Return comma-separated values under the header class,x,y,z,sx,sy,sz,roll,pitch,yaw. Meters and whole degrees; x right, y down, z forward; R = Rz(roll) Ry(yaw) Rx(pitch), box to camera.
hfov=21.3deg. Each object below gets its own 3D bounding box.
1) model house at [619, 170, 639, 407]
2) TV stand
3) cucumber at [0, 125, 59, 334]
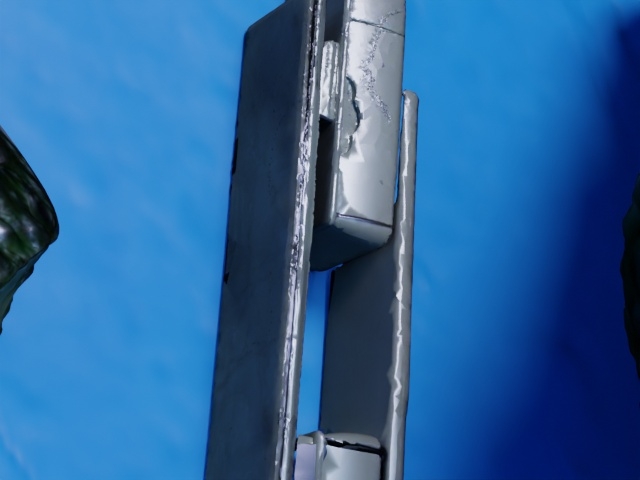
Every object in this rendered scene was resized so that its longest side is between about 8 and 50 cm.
class,x,y,z,sx,sy,sz,roll,pitch,yaw
model house,0.231,0.011,0.528,0.284,0.243,0.298,-75,149,-54
TV stand,0.000,0.000,0.468,0.042,0.036,0.249,15,67,-28
cucumber,-0.145,-0.065,0.370,0.077,0.077,0.265,-39,96,-37
